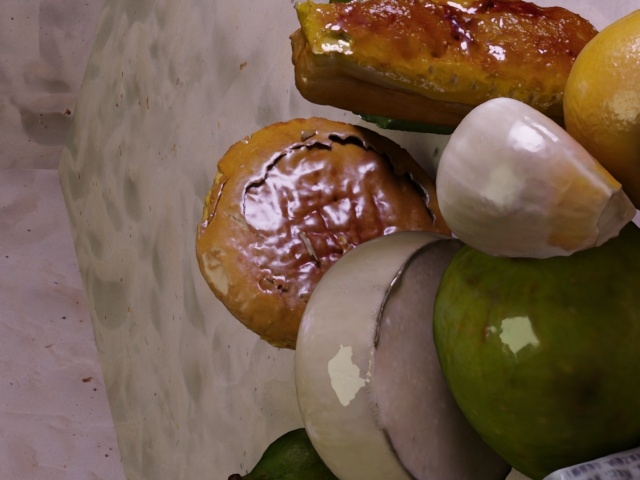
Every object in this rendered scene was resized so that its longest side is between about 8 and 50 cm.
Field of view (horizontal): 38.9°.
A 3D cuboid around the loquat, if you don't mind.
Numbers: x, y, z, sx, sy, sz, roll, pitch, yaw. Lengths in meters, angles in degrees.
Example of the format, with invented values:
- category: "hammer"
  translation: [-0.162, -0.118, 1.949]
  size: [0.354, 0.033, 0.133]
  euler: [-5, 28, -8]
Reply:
- category: "loquat"
  translation: [0.338, -0.122, 0.856]
  size: [0.208, 0.208, 0.208]
  euler: [4, 94, 60]

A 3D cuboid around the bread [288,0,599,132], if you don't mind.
- category: "bread"
  translation: [0.146, -0.213, 0.999]
  size: [0.109, 0.380, 0.185]
  euler: [120, 148, -49]

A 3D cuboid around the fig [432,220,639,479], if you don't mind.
- category: "fig"
  translation: [0.257, 0.126, 0.971]
  size: [0.258, 0.258, 0.326]
  euler: [32, 142, 55]

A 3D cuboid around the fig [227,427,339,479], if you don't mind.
- category: "fig"
  translation: [-0.064, 0.424, 1.543]
  size: [0.203, 0.235, 0.203]
  euler: [1, 91, 55]

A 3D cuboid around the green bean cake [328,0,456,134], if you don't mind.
- category: "green bean cake"
  translation: [0.118, -0.293, 1.275]
  size: [0.247, 0.156, 0.250]
  euler: [40, 125, 54]

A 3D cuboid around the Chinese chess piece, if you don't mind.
- category: "Chinese chess piece"
  translation: [0.124, 0.155, 1.106]
  size: [0.140, 0.338, 0.338]
  euler: [-9, 83, 47]

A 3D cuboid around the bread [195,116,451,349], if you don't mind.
- category: "bread"
  translation: [0.003, 0.002, 1.322]
  size: [0.204, 0.358, 0.337]
  euler: [124, 163, -73]

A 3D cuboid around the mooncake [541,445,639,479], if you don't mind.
- category: "mooncake"
  translation: [0.286, 0.312, 0.915]
  size: [0.136, 0.254, 0.250]
  euler: [63, 145, 34]

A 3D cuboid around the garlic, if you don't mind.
- category: "garlic"
  translation: [0.196, -0.062, 0.893]
  size: [0.245, 0.164, 0.145]
  euler: [-108, 33, -70]
